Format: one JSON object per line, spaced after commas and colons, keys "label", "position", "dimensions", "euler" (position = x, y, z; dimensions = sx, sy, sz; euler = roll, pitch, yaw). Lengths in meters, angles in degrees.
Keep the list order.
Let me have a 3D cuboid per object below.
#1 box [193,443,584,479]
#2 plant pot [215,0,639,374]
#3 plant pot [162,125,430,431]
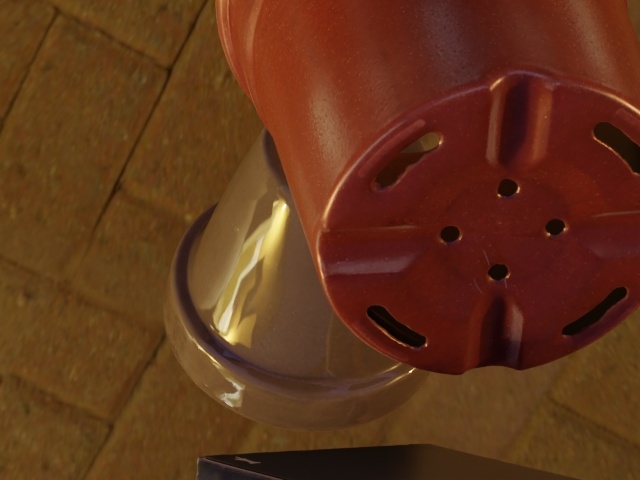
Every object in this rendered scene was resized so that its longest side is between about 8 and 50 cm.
{"label": "box", "position": [0.053, 0.297, 0.907], "dimensions": [0.179, 0.343, 0.313], "euler": [9, 89, 27]}
{"label": "plant pot", "position": [0.081, -0.079, 0.875], "dimensions": [0.272, 0.265, 0.272], "euler": [-4, 129, -5]}
{"label": "plant pot", "position": [0.000, 0.000, 1.304], "dimensions": [0.263, 0.263, 0.229], "euler": [9, 137, -4]}
